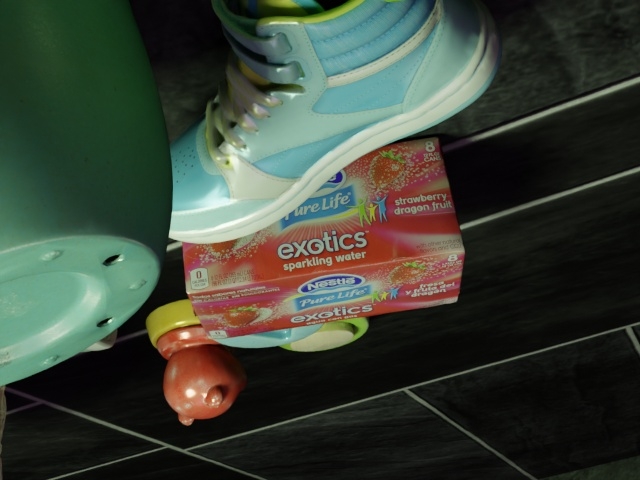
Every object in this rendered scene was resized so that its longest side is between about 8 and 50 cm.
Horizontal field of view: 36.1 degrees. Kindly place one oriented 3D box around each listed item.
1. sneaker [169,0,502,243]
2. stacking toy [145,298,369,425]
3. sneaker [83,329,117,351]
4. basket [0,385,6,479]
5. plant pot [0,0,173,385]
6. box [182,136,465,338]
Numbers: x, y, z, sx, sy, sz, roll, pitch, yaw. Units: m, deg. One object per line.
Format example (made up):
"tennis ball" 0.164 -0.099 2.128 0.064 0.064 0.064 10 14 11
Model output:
"sneaker" -0.048 -0.121 0.708 0.319 0.127 0.208 -31 149 19
"stacking toy" -0.037 0.114 1.150 0.280 0.130 0.309 5 150 -25
"sneaker" -0.339 0.071 1.017 0.151 0.094 0.256 -14 151 15
"basket" -0.493 0.246 0.982 0.267 0.331 0.328 4 174 -34
"plant pot" -0.223 -0.047 0.582 0.293 0.235 0.293 -24 160 -9
"box" 0.000 0.000 0.943 0.257 0.128 0.122 -8 153 0
